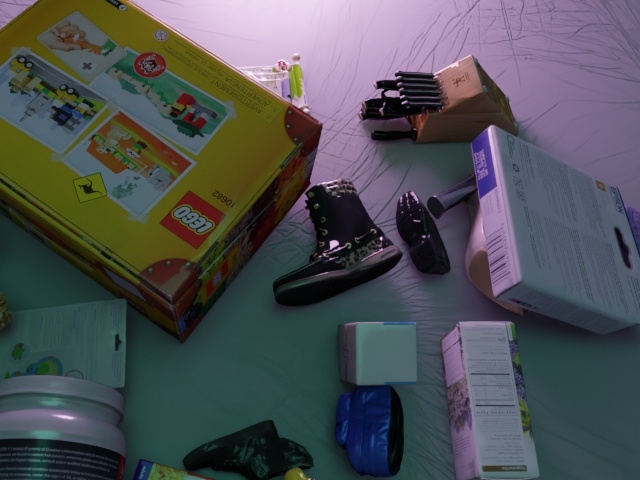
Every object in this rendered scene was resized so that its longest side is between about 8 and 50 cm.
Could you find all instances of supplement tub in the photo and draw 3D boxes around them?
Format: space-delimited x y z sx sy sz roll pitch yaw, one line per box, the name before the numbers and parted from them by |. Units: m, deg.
supplement tub | -0.346 0.323 0.806 0.191 0.191 0.272 5 59 -8

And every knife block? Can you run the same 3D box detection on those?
knife block | 0.222 -0.241 1.267 0.276 0.242 0.088 24 50 -50

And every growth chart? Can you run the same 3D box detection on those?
growth chart | -0.135 -0.274 1.245 0.237 0.021 0.172 -10 67 -14

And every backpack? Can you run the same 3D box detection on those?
backpack | 0.074 0.285 0.962 0.101 0.098 0.120 -8 62 18

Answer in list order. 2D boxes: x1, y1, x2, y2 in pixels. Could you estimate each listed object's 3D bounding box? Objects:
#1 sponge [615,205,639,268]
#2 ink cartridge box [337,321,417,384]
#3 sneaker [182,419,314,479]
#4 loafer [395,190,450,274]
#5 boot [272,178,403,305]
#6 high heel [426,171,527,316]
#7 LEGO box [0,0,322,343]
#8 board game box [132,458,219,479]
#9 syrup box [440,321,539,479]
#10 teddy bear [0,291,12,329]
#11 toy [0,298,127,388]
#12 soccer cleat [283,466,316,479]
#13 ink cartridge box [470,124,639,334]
sponge | 0.572 0.040 1.205 0.117 0.031 0.210 37 64 9
ink cartridge box | 0.082 0.171 1.000 0.092 0.143 0.090 1 81 -10
sneaker | -0.102 0.317 0.936 0.170 0.051 0.089 -17 64 -22
loafer | 0.180 -0.010 1.155 0.061 0.062 0.170 20 47 -43
boot | 0.000 0.001 1.096 0.236 0.085 0.178 -18 66 -25
high heel | 0.326 -0.006 1.162 0.186 0.093 0.261 -26 77 -35
LEGO box | -0.307 -0.143 1.042 0.500 0.193 0.372 34 66 8
board game box | -0.176 0.396 0.887 0.193 0.045 0.147 15 63 -2
syrup box | 0.256 0.251 1.009 0.096 0.093 0.237 2 63 -10
teddy bear | -0.553 0.108 0.920 0.245 0.113 0.338 -32 61 2
toy | -0.400 0.168 0.955 0.237 0.056 0.137 -5 62 -6
soccer cleat | -0.016 0.450 0.854 0.121 0.093 0.289 -15 72 -9
ink cartridge box | 0.418 -0.008 1.131 0.330 0.071 0.324 20 51 -25
